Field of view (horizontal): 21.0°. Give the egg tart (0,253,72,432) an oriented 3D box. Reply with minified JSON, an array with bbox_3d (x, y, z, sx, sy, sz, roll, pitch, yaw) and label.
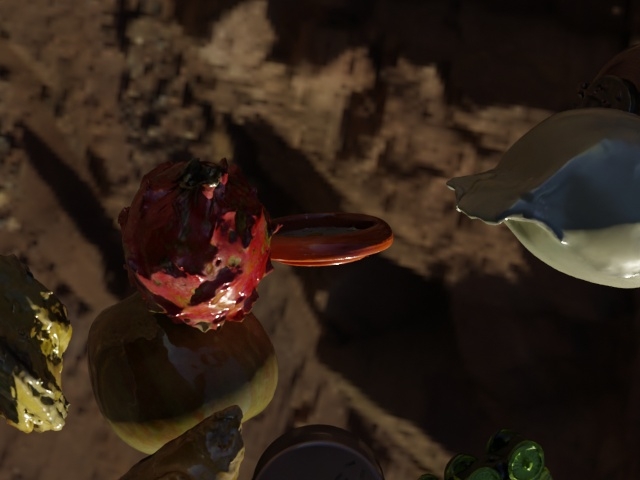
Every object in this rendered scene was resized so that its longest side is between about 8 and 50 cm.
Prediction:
[{"bbox_3d":[-0.404,0.078,2.014,0.150,0.352,0.352,-48,145,-12],"label":"egg tart"}]

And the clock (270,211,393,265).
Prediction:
[{"bbox_3d":[0.000,0.000,2.425,0.205,0.205,0.051,-21,111,-59],"label":"clock"}]

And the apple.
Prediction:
[{"bbox_3d":[-0.196,0.170,2.396,0.234,0.257,0.257,60,31,6],"label":"apple"}]

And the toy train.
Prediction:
[{"bbox_3d":[0.088,0.246,1.498,0.250,0.053,0.085,-25,113,-16],"label":"toy train"}]

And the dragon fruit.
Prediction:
[{"bbox_3d":[-0.160,-0.009,2.202,0.268,0.210,0.205,100,8,-54],"label":"dragon fruit"}]

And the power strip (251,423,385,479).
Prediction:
[{"bbox_3d":[-0.005,0.276,1.839,0.078,0.154,0.154,-95,-168,-80],"label":"power strip"}]

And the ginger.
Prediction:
[{"bbox_3d":[-0.181,0.321,2.207,0.270,0.123,0.219,-37,179,10],"label":"ginger"}]

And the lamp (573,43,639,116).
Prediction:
[{"bbox_3d":[0.389,-0.126,1.878,0.258,0.180,0.180,10,92,-40],"label":"lamp"}]

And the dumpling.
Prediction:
[{"bbox_3d":[0.179,-0.031,1.126,0.181,0.155,0.111,29,92,-28],"label":"dumpling"}]
